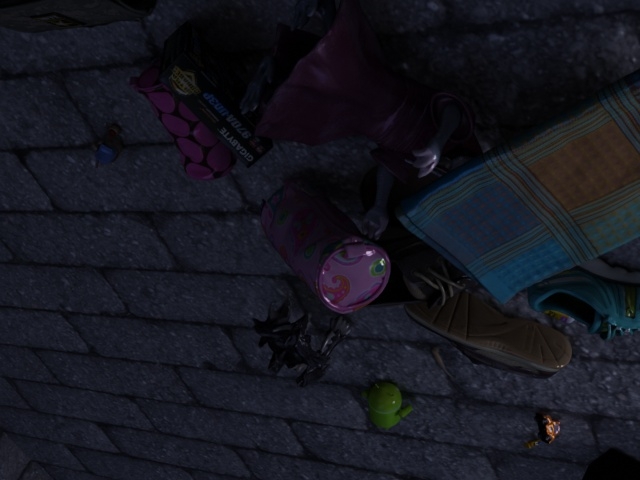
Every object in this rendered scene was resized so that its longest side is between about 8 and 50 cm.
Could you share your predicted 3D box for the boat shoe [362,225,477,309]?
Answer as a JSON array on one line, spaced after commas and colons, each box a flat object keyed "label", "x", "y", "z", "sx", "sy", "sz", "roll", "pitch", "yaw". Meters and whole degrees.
[{"label": "boat shoe", "x": 0.176, "y": 0.043, "z": 1.453, "sx": 0.355, "sy": 0.130, "sz": 0.132, "roll": -17, "pitch": 125, "yaw": 45}]

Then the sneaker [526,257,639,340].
[{"label": "sneaker", "x": 0.435, "y": 0.105, "z": 1.431, "sx": 0.275, "sy": 0.110, "sz": 0.107, "roll": 18, "pitch": 143, "yaw": 14}]

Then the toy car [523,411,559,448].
[{"label": "toy car", "x": 0.413, "y": 0.352, "z": 1.825, "sx": 0.041, "sy": 0.060, "sz": 0.122, "roll": -13, "pitch": 166, "yaw": -13}]

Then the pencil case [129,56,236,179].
[{"label": "pencil case", "x": -0.214, "y": -0.187, "z": 1.540, "sx": 0.098, "sy": 0.095, "sz": 0.209, "roll": -18, "pitch": 129, "yaw": 11}]

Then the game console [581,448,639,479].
[{"label": "game console", "x": 0.628, "y": 0.414, "z": 1.731, "sx": 0.213, "sy": 0.044, "sz": 0.361, "roll": 27, "pitch": 144, "yaw": 3}]

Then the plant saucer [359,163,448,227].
[{"label": "plant saucer", "x": 0.157, "y": -0.060, "z": 1.485, "sx": 0.199, "sy": 0.036, "sz": 0.198, "roll": 18, "pitch": 142, "yaw": 15}]

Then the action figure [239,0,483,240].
[{"label": "action figure", "x": 0.089, "y": -0.176, "z": 1.303, "sx": 0.370, "sy": 0.275, "sz": 0.248, "roll": 22, "pitch": 154, "yaw": -23}]

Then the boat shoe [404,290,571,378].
[{"label": "boat shoe", "x": 0.269, "y": 0.161, "z": 1.623, "sx": 0.285, "sy": 0.102, "sz": 0.092, "roll": 19, "pitch": 139, "yaw": 5}]

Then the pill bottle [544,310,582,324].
[{"label": "pill bottle", "x": 0.376, "y": 0.102, "z": 1.523, "sx": 0.083, "sy": 0.043, "sz": 0.043, "roll": 24, "pitch": 144, "yaw": 8}]

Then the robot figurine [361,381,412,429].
[{"label": "robot figurine", "x": 0.129, "y": 0.329, "z": 1.948, "sx": 0.101, "sy": 0.067, "sz": 0.115, "roll": 26, "pitch": 146, "yaw": 26}]

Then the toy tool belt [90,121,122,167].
[{"label": "toy tool belt", "x": -0.375, "y": -0.163, "z": 1.710, "sx": 0.052, "sy": 0.051, "sz": 0.083, "roll": 31, "pitch": 144, "yaw": -3}]

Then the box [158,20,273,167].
[{"label": "box", "x": -0.147, "y": -0.210, "z": 1.375, "sx": 0.051, "sy": 0.220, "sz": 0.175, "roll": -40, "pitch": 113, "yaw": 11}]

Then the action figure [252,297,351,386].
[{"label": "action figure", "x": -0.041, "y": 0.182, "z": 1.832, "sx": 0.164, "sy": 0.140, "sz": 0.275, "roll": 26, "pitch": 160, "yaw": 9}]

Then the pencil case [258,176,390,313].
[{"label": "pencil case", "x": 0.000, "y": 0.000, "z": 1.486, "sx": 0.124, "sy": 0.124, "sz": 0.284, "roll": 55, "pitch": 177, "yaw": -31}]

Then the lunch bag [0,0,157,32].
[{"label": "lunch bag", "x": -0.387, "y": -0.397, "z": 1.343, "sx": 0.235, "sy": 0.168, "sz": 0.287, "roll": -1, "pitch": 142, "yaw": 30}]

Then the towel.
[{"label": "towel", "x": 0.312, "y": -0.055, "z": 1.218, "sx": 0.370, "sy": 0.040, "sz": 0.271, "roll": -28, "pitch": 136, "yaw": 26}]
